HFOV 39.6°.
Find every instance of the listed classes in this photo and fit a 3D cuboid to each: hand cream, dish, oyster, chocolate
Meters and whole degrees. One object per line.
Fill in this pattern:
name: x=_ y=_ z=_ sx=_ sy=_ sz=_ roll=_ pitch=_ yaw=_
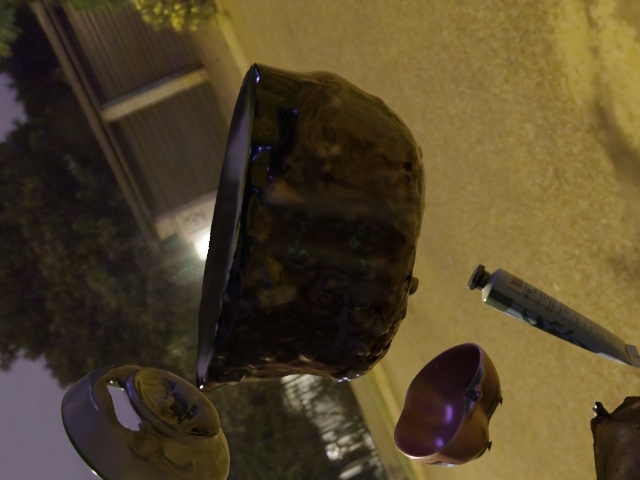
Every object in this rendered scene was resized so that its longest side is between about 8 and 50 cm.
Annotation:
hand cream: x=0.348 y=0.114 z=1.315 sx=0.271 sy=0.058 sz=0.091 roll=27 pitch=-164 yaw=4
dish: x=0.219 y=0.276 z=1.416 sx=0.090 sy=0.213 sz=0.213 roll=36 pitch=-179 yaw=-18
oyster: x=0.609 y=0.447 z=1.608 sx=0.096 sy=0.221 sz=0.361 roll=22 pitch=-112 yaw=-67
dish: x=-0.274 y=0.311 z=1.534 sx=0.324 sy=0.124 sz=0.324 roll=36 pitch=-168 yaw=-9
chocolate: x=0.000 y=0.000 z=0.911 sx=0.225 sy=0.210 sz=0.340 roll=-115 pitch=36 yaw=-70
